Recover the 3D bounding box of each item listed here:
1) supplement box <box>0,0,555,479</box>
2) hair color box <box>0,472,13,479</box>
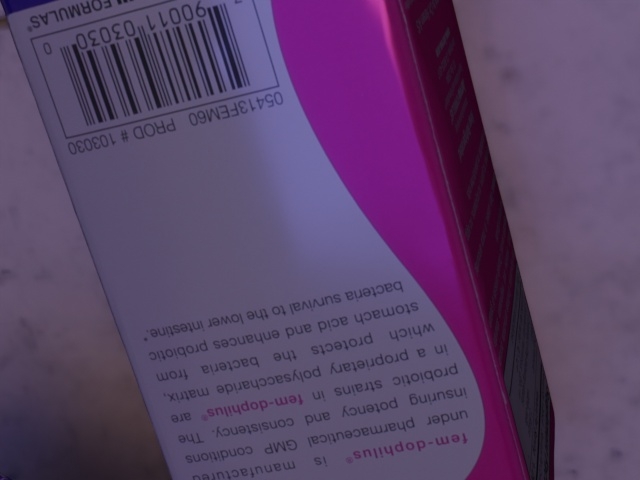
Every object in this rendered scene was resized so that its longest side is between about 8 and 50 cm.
[{"bbox_3d":[0.000,0.000,0.396,0.111,0.114,0.220,-11,106,15],"label":"supplement box"},{"bbox_3d":[-0.017,0.227,0.400,0.339,0.110,0.185,30,136,6],"label":"hair color box"}]
